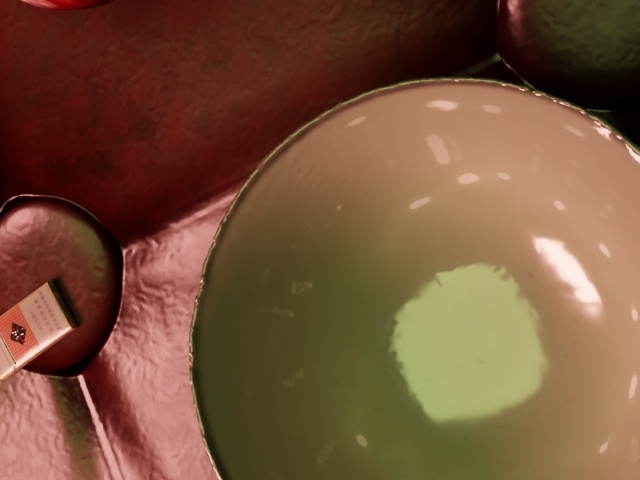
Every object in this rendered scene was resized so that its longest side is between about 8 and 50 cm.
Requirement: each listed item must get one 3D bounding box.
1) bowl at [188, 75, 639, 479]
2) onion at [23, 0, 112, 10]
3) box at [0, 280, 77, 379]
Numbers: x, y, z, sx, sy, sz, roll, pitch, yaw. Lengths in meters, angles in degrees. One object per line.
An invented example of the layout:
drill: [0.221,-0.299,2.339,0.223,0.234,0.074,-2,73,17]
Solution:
bowl: [0.097,0.069,0.866,0.337,0.157,0.337,-1,88,18]
onion: [-0.208,-0.303,0.940,0.273,0.285,0.273,5,97,45]
box: [-0.242,0.074,1.095,0.083,0.012,0.046,-34,79,19]
